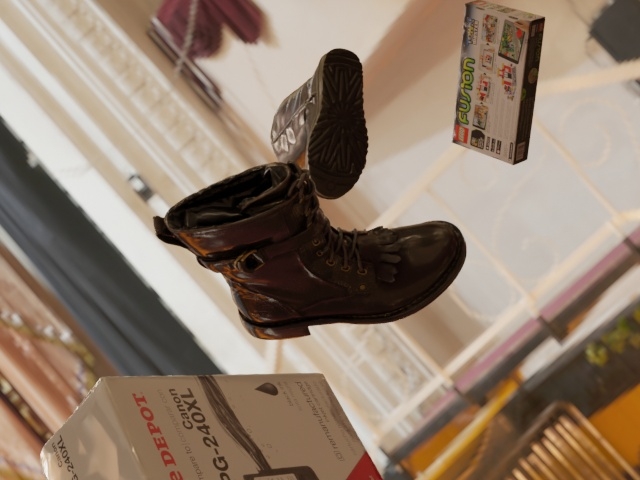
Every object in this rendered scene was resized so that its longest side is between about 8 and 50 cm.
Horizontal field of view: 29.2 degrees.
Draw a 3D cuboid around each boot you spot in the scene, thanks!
[{"bbox_3d":[0.000,0.000,1.144,0.263,0.091,0.229,-19,-33,3],"label":"boot"},{"bbox_3d":[-0.012,-0.115,1.446,0.208,0.076,0.190,151,132,-62],"label":"boot"}]

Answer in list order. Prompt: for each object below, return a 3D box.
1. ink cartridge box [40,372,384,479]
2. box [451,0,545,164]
[{"bbox_3d":[-0.043,0.125,0.595,0.150,0.109,0.063,5,-45,-46],"label":"ink cartridge box"},{"bbox_3d":[0.245,-0.220,1.708,0.036,0.114,0.207,-22,-54,-41],"label":"box"}]
